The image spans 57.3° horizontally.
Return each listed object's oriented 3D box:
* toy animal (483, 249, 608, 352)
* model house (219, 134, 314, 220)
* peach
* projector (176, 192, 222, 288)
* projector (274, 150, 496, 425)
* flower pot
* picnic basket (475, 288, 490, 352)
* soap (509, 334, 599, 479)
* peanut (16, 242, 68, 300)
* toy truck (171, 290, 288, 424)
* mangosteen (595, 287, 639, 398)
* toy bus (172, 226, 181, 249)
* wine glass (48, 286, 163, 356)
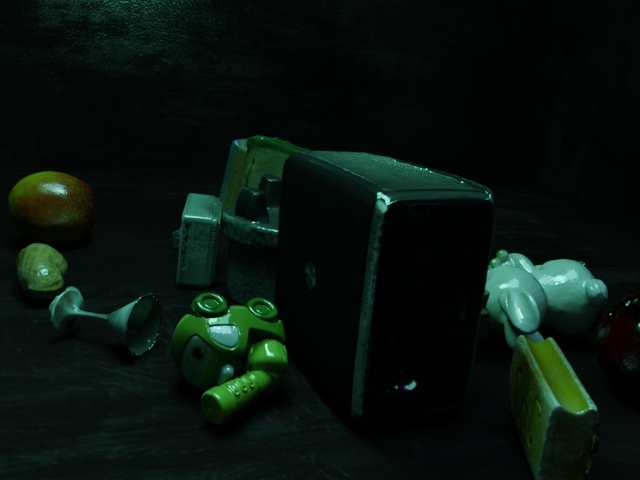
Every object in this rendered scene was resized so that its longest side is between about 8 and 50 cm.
[{"bbox_3d":[0.463,0.139,1.274,0.310,0.182,0.247,-3,17,-27],"label":"toy animal"},{"bbox_3d":[-0.141,-0.188,2.013,0.382,0.334,0.342,9,14,-26],"label":"model house"},{"bbox_3d":[-0.752,-0.088,1.659,0.231,0.230,0.231,5,15,-1],"label":"peach"},{"bbox_3d":[-0.311,-0.002,1.520,0.099,0.192,0.256,7,15,-11],"label":"projector"},{"bbox_3d":[0.089,0.055,1.054,0.242,0.395,0.405,-4,18,-24],"label":"projector"},{"bbox_3d":[-0.092,-0.004,1.422,0.299,0.282,0.299,4,16,-1],"label":"flower pot"},{"bbox_3d":[0.219,0.134,1.265,0.165,0.139,0.267,-2,21,-26],"label":"picnic basket"},{"bbox_3d":[0.346,0.255,0.895,0.073,0.140,0.232,7,16,5],"label":"soap"},{"bbox_3d":[-0.630,0.069,1.327,0.108,0.095,0.226,0,17,-27],"label":"peanut"},{"bbox_3d":[-0.135,0.197,0.975,0.187,0.148,0.210,-3,37,-39],"label":"toy truck"},{"bbox_3d":[0.648,0.211,1.071,0.261,0.235,0.235,46,30,14],"label":"mangosteen"},{"bbox_3d":[-0.379,-0.018,1.782,0.047,0.065,0.166,13,19,27],"label":"toy bus"},{"bbox_3d":[-0.407,0.146,1.102,0.183,0.122,0.122,6,15,14],"label":"wine glass"}]
